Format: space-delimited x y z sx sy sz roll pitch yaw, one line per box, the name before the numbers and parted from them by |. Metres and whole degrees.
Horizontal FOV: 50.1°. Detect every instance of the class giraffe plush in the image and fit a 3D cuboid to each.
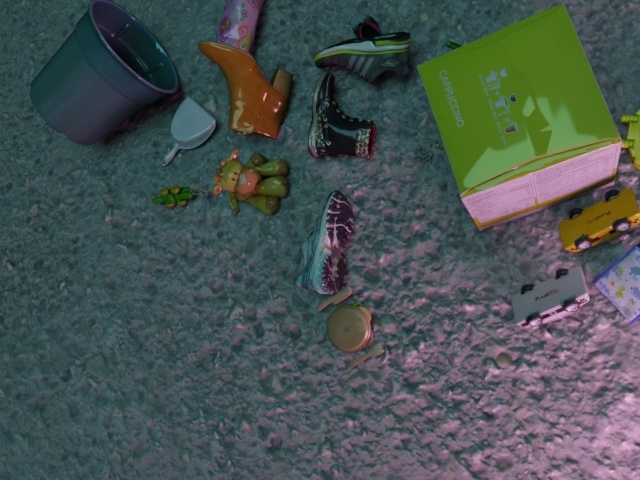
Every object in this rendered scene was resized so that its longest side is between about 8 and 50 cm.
giraffe plush | -0.211 -0.171 1.890 0.210 0.170 0.181 -3 78 20

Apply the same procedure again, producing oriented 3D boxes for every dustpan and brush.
dustpan and brush | -0.416 -0.312 2.068 0.211 0.060 0.147 -47 66 -1

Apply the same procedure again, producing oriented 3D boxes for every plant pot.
plant pot | -0.664 -0.482 2.062 0.334 0.341 0.341 -36 69 19

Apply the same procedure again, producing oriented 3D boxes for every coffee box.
coffee box | 0.453 -0.260 1.568 0.338 0.334 0.337 -20 72 16

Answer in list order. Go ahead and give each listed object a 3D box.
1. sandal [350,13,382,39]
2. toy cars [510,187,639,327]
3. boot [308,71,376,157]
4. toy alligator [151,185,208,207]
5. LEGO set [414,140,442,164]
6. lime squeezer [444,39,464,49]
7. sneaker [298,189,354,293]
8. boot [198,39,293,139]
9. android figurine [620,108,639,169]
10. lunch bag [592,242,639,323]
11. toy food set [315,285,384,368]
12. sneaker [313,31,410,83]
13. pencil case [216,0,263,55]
sandal | 0.142 -0.572 1.911 0.067 0.040 0.179 -36 69 12
toy cars | 0.598 0.053 1.580 0.393 0.087 0.176 -58 32 3
boot | 0.067 -0.337 1.869 0.179 0.085 0.236 8 88 20
toy alligator | -0.410 -0.140 2.028 0.190 0.056 0.051 -8 36 19
LEGO set | 0.279 -0.230 1.797 0.054 0.023 0.083 39 94 23
lime squeezer | 0.437 -0.472 1.722 0.059 0.110 0.310 -44 25 -3
sneaker | 0.000 0.000 1.812 0.122 0.110 0.283 -2 69 40
boot | -0.231 -0.416 1.924 0.295 0.104 0.211 20 88 -16
android figurine | 0.829 -0.236 1.575 0.273 0.056 0.248 13 84 21
lunch bag | 0.706 0.095 1.531 0.129 0.096 0.151 53 128 22
toy food set | 0.079 0.227 1.775 0.132 0.038 0.192 -33 75 19
sneaker | 0.111 -0.486 1.868 0.300 0.111 0.121 5 117 37
pencil case | -0.238 -0.642 2.034 0.124 0.124 0.284 8 83 22
